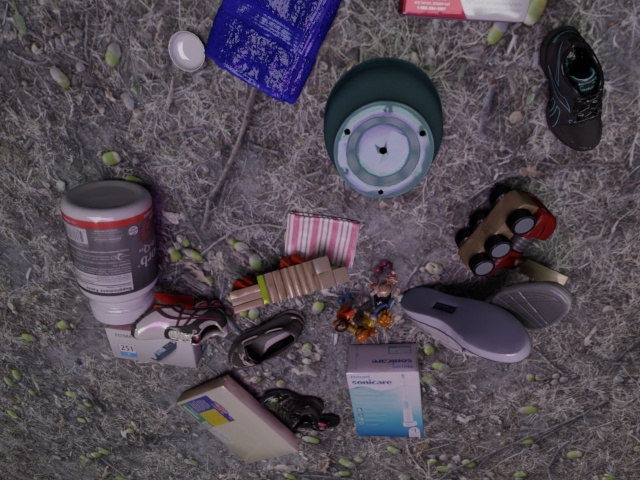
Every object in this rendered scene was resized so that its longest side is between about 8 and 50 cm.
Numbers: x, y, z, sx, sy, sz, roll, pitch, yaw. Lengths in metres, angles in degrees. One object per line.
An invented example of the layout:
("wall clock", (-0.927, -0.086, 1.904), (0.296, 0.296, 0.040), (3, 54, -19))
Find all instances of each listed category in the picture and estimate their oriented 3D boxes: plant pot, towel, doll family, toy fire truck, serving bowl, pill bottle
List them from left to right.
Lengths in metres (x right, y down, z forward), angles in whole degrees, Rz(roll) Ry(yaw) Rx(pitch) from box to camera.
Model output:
("pill bottle", (-0.557, 0.037, 1.106), (0.211, 0.210, 0.362), (10, 121, 3))
("serving bowl", (-0.295, -0.426, 0.910), (0.084, 0.027, 0.083), (4, 119, 7))
("towel", (-0.091, -0.463, 0.826), (0.228, 0.076, 0.308), (26, 119, -11))
("towel", (0.000, 0.000, 1.107), (0.197, 0.029, 0.144), (9, 119, 4))
("doll family", (0.147, 0.186, 1.112), (0.118, 0.163, 0.263), (37, 118, -13))
("plant pot", (0.126, -0.218, 0.835), (0.272, 0.255, 0.271), (4, 120, 7))
("toy fire truck", (0.500, 0.013, 0.991), (0.247, 0.158, 0.217), (13, 128, -22))

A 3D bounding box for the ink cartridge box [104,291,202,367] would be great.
("ink cartridge box", (-0.553, 0.289, 1.330), (0.297, 0.066, 0.260), (6, 121, 5))

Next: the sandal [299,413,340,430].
("sandal", (-0.014, 0.675, 1.482), (0.179, 0.040, 0.067), (-11, 117, 14))

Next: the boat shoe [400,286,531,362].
("boat shoe", (0.367, 0.243, 1.036), (0.367, 0.136, 0.156), (13, 141, 55))

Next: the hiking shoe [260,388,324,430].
("hiking shoe", (-0.105, 0.591, 1.406), (0.227, 0.114, 0.086), (7, 120, 5))

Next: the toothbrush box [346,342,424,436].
("toothbrush box", (0.210, 0.479, 1.290), (0.217, 0.126, 0.295), (-6, 119, 12))

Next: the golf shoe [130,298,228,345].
("golf shoe", (-0.405, 0.250, 1.187), (0.273, 0.120, 0.105), (-9, 131, -30))

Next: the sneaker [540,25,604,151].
("sneaker", (0.517, -0.292, 0.824), (0.101, 0.106, 0.267), (-25, 114, 19))

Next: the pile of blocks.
("pile of blocks", (-0.098, 0.105, 1.139), (0.363, 0.149, 0.112), (-17, 87, 15))

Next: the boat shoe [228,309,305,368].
("boat shoe", (-0.188, 0.333, 1.283), (0.335, 0.095, 0.112), (-37, 108, 24))

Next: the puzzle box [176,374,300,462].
("puzzle box", (-0.301, 0.672, 1.500), (0.272, 0.052, 0.408), (-28, 112, 29))

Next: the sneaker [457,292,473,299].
("sneaker", (0.398, 0.216, 1.158), (0.058, 0.052, 0.135), (24, 120, -10))

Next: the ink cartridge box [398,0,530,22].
("ink cartridge box", (0.269, -0.553, 0.698), (0.226, 0.131, 0.306), (6, 121, 5))

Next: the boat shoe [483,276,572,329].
("boat shoe", (0.484, 0.151, 0.988), (0.118, 0.103, 0.320), (45, 159, 11))
